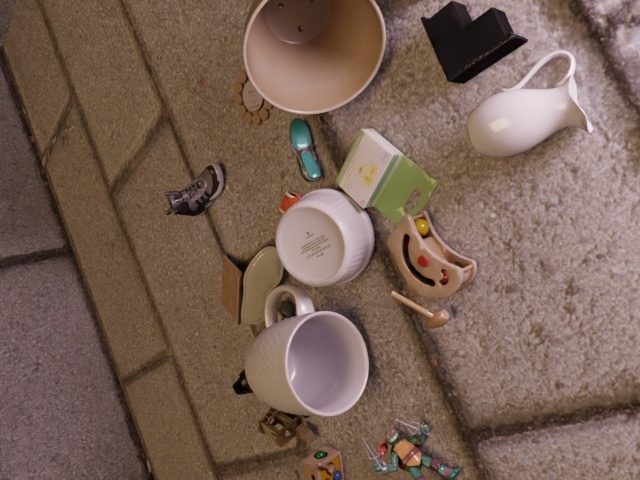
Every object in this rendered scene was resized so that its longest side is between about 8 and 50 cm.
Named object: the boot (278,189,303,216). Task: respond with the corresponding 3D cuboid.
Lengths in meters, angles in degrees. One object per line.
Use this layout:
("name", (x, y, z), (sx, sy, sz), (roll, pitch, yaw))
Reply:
("boot", (-0.061, -0.089, 1.505), (0.158, 0.059, 0.084), (35, 117, 34))

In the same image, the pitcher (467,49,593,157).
("pitcher", (0.399, -0.262, 0.992), (0.207, 0.126, 0.177), (-13, 70, 34))

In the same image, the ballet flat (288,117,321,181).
("ballet flat", (-0.052, -0.254, 1.455), (0.070, 0.070, 0.188), (-20, 82, 44))

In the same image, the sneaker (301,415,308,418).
("sneaker", (-0.074, 0.548, 1.694), (0.109, 0.040, 0.043), (46, 157, 19))

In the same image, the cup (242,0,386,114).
("cup", (-0.036, -0.511, 1.230), (0.331, 0.331, 0.236), (-58, 35, 36))

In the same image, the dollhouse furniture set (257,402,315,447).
("dollhouse furniture set", (-0.133, 0.589, 1.666), (0.182, 0.101, 0.160), (11, 124, 49))

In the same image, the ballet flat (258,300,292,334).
("ballet flat", (-0.157, 0.285, 1.669), (0.072, 0.068, 0.213), (27, 123, -5))

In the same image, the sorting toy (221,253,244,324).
("sorting toy", (-0.305, 0.169, 1.781), (0.208, 0.038, 0.192), (37, 126, 58))

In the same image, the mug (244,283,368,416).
("mug", (-0.077, 0.313, 1.480), (0.328, 0.276, 0.373), (-22, 76, 52))

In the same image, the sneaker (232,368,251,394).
("sneaker", (-0.203, 0.447, 1.722), (0.109, 0.130, 0.286), (52, 129, 24))

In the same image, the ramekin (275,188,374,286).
("ramekin", (0.000, 0.000, 1.374), (0.273, 0.127, 0.272), (7, 104, 27))

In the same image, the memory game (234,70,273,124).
("memory game", (-0.207, -0.453, 1.583), (0.186, 0.012, 0.186), (12, 108, 41))

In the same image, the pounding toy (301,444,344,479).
("pounding toy", (0.012, 0.715, 1.582), (0.100, 0.130, 0.141), (0, 100, 44))

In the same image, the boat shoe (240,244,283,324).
("boat shoe", (-0.196, 0.129, 1.646), (0.099, 0.116, 0.319), (-98, 22, -54))

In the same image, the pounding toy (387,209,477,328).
("pounding toy", (0.249, 0.066, 1.177), (0.154, 0.155, 0.269), (-34, 79, 46))

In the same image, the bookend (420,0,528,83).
("bookend", (0.313, -0.436, 1.049), (0.156, 0.072, 0.157), (-29, 79, 43))

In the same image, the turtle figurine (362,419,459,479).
("turtle figurine", (0.238, 0.568, 1.347), (0.234, 0.118, 0.175), (37, 83, 30))

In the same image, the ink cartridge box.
("ink cartridge box", (0.159, -0.148, 1.282), (0.235, 0.056, 0.171), (47, 128, 27))

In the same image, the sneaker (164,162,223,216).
("sneaker", (-0.451, -0.167, 1.787), (0.268, 0.153, 0.101), (-46, 69, 40))
